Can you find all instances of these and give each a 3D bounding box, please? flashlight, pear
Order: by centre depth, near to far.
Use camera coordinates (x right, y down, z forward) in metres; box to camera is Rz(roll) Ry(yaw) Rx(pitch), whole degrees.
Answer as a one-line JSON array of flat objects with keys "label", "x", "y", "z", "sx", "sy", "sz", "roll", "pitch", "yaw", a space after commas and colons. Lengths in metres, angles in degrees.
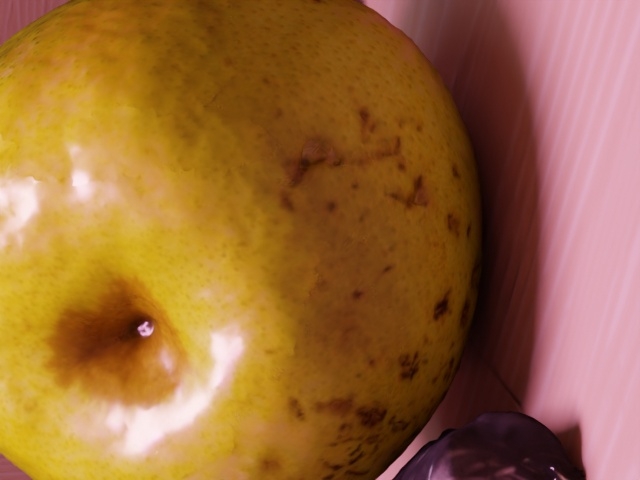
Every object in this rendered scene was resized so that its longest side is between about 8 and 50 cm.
[{"label": "flashlight", "x": 0.065, "y": 0.192, "z": 1.269, "sx": 0.424, "sy": 0.103, "sz": 0.103, "roll": 124, "pitch": 144, "yaw": -72}, {"label": "pear", "x": -0.066, "y": -0.007, "z": 1.279, "sx": 0.391, "sy": 0.391, "sz": 0.391, "roll": 180, "pitch": 90, "yaw": -78}]
